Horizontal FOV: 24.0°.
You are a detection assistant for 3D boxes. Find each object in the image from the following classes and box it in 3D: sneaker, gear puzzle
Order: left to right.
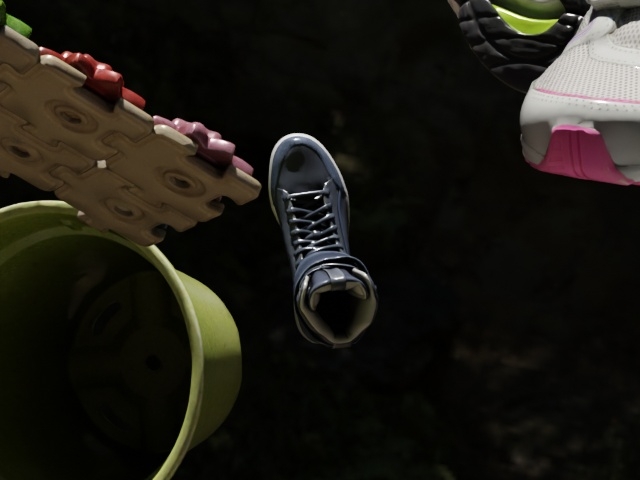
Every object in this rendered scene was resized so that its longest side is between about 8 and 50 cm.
[{"bbox_3d":[-0.204,-0.105,0.929,0.339,0.044,0.175,31,-28,-24],"label":"gear puzzle"},{"bbox_3d":[0.002,0.000,1.531,0.086,0.226,0.163,-11,3,-5],"label":"sneaker"},{"bbox_3d":[0.114,-0.207,1.031,0.111,0.300,0.121,-29,-25,15],"label":"sneaker"},{"bbox_3d":[0.159,-0.108,0.643,0.103,0.252,0.111,11,-53,32],"label":"sneaker"}]

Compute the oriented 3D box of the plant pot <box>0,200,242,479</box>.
[{"bbox_3d":[-0.192,0.111,1.338,0.276,0.276,0.254,10,0,15],"label":"plant pot"}]
